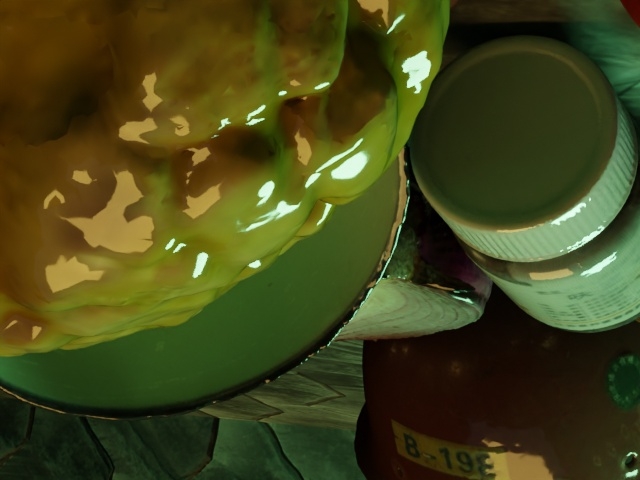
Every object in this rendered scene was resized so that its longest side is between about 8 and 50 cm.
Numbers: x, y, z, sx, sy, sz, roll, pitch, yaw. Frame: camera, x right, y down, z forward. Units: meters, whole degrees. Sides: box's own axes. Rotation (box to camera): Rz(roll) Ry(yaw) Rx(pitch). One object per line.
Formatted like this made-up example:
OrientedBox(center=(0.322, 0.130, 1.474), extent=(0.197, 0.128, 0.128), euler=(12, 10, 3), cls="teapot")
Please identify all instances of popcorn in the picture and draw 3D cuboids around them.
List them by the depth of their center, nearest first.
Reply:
OrientedBox(center=(-0.131, -0.119, 0.711), extent=(0.390, 0.344, 0.354), euler=(-3, 159, 10), cls="popcorn")

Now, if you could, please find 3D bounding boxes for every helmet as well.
OrientedBox(center=(0.175, 0.095, 1.520), extent=(0.385, 0.337, 0.230), euler=(11, 138, 40), cls="helmet")

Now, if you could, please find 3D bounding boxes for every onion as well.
OrientedBox(center=(0.000, 0.000, 1.399), extent=(0.267, 0.159, 0.349), euler=(13, 163, -15), cls="onion")

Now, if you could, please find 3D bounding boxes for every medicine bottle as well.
OrientedBox(center=(0.179, -0.036, 1.192), extent=(0.165, 0.165, 0.273), euler=(3, 165, 23), cls="medicine bottle")

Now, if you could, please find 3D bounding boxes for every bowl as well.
OrientedBox(center=(-0.129, -0.063, 1.111), extent=(0.354, 0.354, 0.185), euler=(17, -152, -26), cls="bowl")

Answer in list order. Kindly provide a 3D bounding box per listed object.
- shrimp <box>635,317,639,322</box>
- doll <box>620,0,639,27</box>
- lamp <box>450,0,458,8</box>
OrientedBox(center=(0.367, -0.018, 1.326), extent=(0.262, 0.198, 0.051), euler=(-31, 111, 10), cls="shrimp")
OrientedBox(center=(0.207, -0.157, 0.772), extent=(0.290, 0.130, 0.161), euler=(5, 149, -9), cls="doll")
OrientedBox(center=(0.047, -0.172, 0.906), extent=(0.101, 0.090, 0.101), euler=(-6, 137, -6), cls="lamp")
